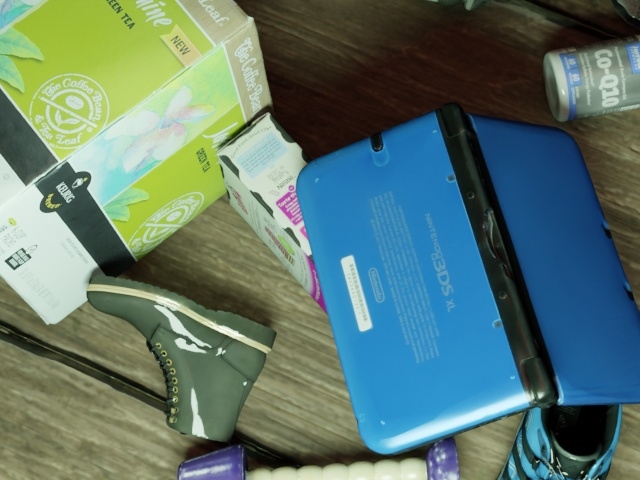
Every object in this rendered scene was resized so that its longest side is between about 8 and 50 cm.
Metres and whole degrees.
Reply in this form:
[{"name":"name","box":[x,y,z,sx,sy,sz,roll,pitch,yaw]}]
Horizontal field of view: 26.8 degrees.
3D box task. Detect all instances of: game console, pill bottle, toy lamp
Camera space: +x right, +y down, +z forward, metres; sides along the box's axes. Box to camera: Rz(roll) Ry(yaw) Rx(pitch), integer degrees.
[{"name":"game console","box":[0.145,0.039,1.247,0.250,0.173,0.293,-22,66,15]},{"name":"pill bottle","box":[0.312,-0.175,1.427,0.137,0.078,0.078,-11,74,0]},{"name":"toy lamp","box":[-0.003,0.235,1.327,0.274,0.080,0.080,-3,74,-1]}]

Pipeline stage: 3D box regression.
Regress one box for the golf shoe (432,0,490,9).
[{"name":"golf shoe","box":[0.154,-0.391,1.487,0.120,0.105,0.273,11,74,13]}]

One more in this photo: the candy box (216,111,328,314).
[{"name":"candy box","box":[0.000,0.000,1.350,0.071,0.159,0.233,-40,77,-10]}]

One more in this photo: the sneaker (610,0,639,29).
[{"name":"sneaker","box":[0.343,-0.320,1.484,0.089,0.051,0.170,12,80,6]}]

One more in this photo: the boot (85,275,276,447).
[{"name":"boot","box":[-0.157,0.123,1.353,0.198,0.077,0.137,19,80,-5]}]

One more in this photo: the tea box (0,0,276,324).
[{"name":"tea box","box":[-0.235,-0.127,1.309,0.323,0.329,0.220,-39,76,-7]}]

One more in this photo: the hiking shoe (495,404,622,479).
[{"name":"hiking shoe","box":[0.217,0.234,1.286,0.113,0.132,0.304,11,75,7]}]
